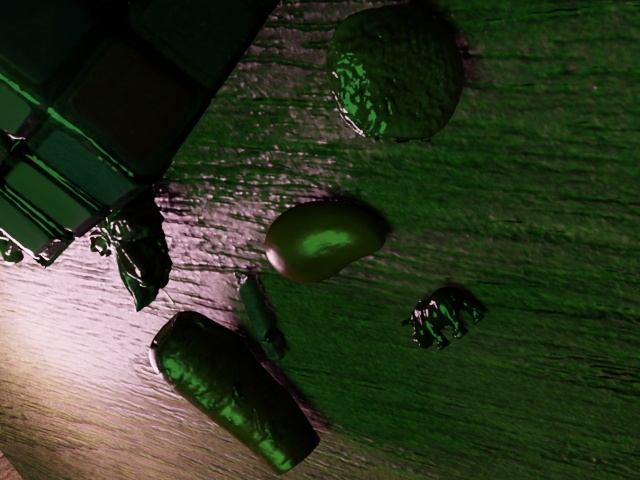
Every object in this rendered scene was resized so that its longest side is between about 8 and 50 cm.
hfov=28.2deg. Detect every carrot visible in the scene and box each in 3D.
[{"bbox_3d":[-0.138,0.237,2.013,0.302,0.139,0.138,49,151,-9],"label":"carrot"}]

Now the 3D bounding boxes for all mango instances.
[{"bbox_3d":[0.000,0.000,1.582,0.184,0.085,0.102,-13,118,51],"label":"mango"}]

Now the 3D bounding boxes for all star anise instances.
[{"bbox_3d":[-0.281,-0.023,1.887,0.223,0.109,0.236,54,153,13],"label":"star anise"}]

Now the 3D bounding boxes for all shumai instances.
[{"bbox_3d":[0.067,-0.164,1.261,0.145,0.145,0.116,53,168,-15],"label":"shumai"}]

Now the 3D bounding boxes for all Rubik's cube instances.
[{"bbox_3d":[-0.268,-0.241,1.300,0.363,0.362,0.359,42,156,-13],"label":"Rubik's cube"}]

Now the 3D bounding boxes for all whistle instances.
[{"bbox_3d":[-0.090,0.111,1.889,0.033,0.033,0.176,18,142,39],"label":"whistle"}]

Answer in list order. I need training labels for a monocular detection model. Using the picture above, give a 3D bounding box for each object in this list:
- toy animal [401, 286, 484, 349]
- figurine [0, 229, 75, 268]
[{"bbox_3d":[0.144,0.098,1.564,0.065,0.047,0.136,49,153,4],"label":"toy animal"},{"bbox_3d":[-0.457,-0.103,1.911,0.143,0.308,0.308,15,170,-37],"label":"figurine"}]
